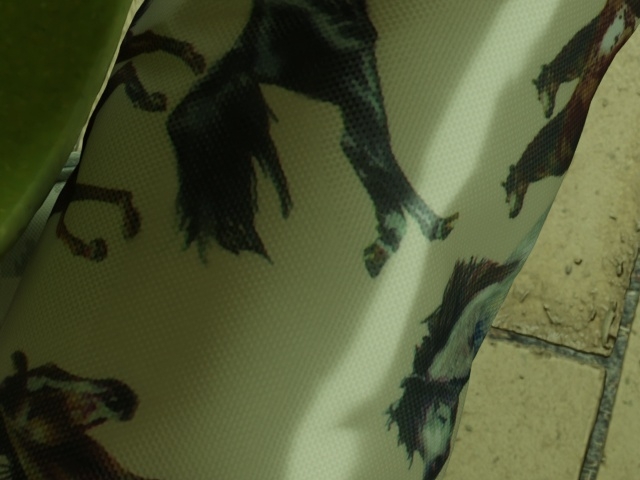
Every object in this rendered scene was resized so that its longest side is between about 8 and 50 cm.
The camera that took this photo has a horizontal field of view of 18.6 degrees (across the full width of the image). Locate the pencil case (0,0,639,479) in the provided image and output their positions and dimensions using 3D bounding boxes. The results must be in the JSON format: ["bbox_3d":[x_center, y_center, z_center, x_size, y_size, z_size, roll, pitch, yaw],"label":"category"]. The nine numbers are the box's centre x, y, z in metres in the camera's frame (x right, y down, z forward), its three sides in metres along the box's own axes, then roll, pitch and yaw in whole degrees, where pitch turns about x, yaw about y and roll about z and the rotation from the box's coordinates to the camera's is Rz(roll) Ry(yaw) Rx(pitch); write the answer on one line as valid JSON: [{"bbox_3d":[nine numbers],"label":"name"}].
[{"bbox_3d":[0.000,0.000,0.630,0.410,0.160,0.183,-68,156,-5],"label":"pencil case"}]

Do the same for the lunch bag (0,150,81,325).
[{"bbox_3d":[-0.154,0.080,0.830,0.256,0.305,0.213,6,77,-89],"label":"lunch bag"}]

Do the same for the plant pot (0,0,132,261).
[{"bbox_3d":[-0.203,-0.137,0.538,0.276,0.253,0.276,15,90,-78],"label":"plant pot"}]
